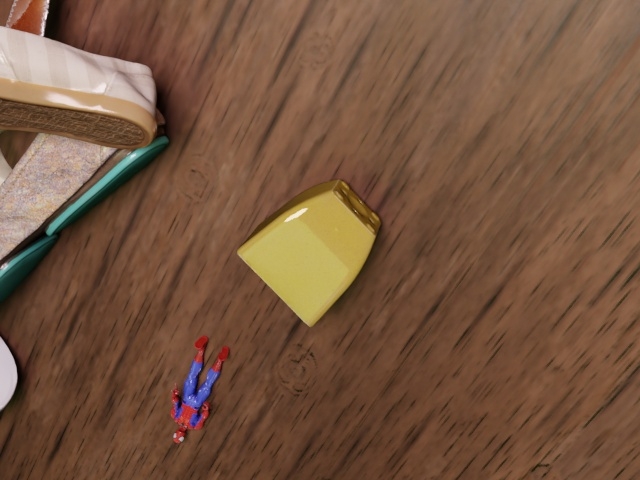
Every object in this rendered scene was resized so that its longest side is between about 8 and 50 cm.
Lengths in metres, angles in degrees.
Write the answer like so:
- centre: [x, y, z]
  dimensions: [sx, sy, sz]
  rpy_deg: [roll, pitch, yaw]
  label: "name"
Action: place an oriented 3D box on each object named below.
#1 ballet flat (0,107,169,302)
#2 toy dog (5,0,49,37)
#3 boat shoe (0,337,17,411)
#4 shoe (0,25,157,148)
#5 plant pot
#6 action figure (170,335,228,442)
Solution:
- centre: [-0.258, -0.032, 0.777]
  dimensions: [0.316, 0.107, 0.106]
  rpy_deg: [-40, 93, 19]
  label: "ballet flat"
- centre: [-0.299, -0.187, 0.663]
  dimensions: [0.333, 0.161, 0.220]
  rpy_deg: [-26, 128, 30]
  label: "toy dog"
- centre: [-0.436, 0.095, 0.896]
  dimensions: [0.301, 0.108, 0.102]
  rpy_deg: [23, 152, -6]
  label: "boat shoe"
- centre: [-0.221, -0.115, 0.647]
  dimensions: [0.219, 0.058, 0.076]
  rpy_deg: [11, 161, -18]
  label: "shoe"
- centre: [0.000, 0.000, 0.712]
  dimensions: [0.081, 0.081, 0.083]
  rpy_deg: [46, 109, -5]
  label: "plant pot"
- centre: [-0.116, 0.142, 0.845]
  dimensions: [0.038, 0.030, 0.115]
  rpy_deg: [23, 121, 2]
  label: "action figure"
